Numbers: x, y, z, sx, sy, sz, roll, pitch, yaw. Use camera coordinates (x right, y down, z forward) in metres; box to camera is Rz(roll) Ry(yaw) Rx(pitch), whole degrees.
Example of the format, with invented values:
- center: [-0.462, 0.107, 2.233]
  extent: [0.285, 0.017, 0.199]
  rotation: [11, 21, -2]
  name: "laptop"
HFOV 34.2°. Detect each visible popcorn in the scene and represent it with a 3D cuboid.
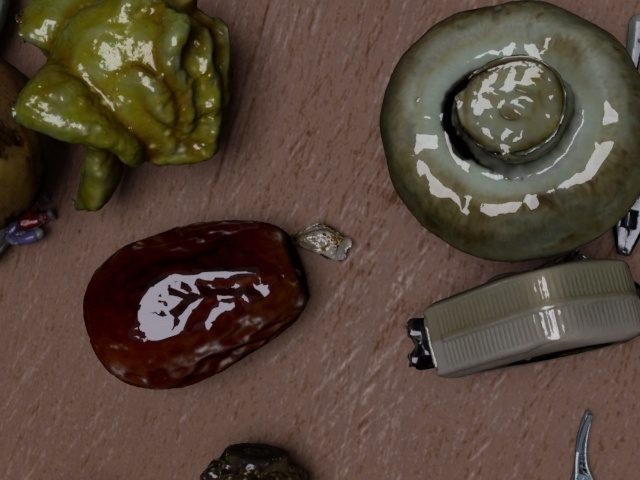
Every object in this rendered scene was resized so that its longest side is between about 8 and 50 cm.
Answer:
- center: [-0.266, -0.207, 1.437]
  extent: [0.290, 0.325, 0.321]
  rotation: [-5, 98, 31]
  name: "popcorn"

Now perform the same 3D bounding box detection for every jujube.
- center: [-0.179, 0.088, 1.486]
  extent: [0.318, 0.223, 0.223]
  rotation: [-20, 86, 7]
  name: "jujube"

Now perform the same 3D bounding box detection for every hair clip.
- center: [0.367, 0.293, 1.430]
  extent: [0.039, 0.030, 0.115]
  rotation: [5, 94, -5]
  name: "hair clip"

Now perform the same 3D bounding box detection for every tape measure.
- center: [0.279, 0.097, 1.365]
  extent: [0.271, 0.231, 0.133]
  rotation: [-30, 69, 50]
  name: "tape measure"

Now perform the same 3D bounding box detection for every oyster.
- center: [0.000, -0.003, 1.518]
  extent: [0.093, 0.034, 0.051]
  rotation: [24, 113, 2]
  name: "oyster"

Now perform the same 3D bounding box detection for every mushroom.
- center: [0.246, -0.140, 1.326]
  extent: [0.352, 0.260, 0.352]
  rotation: [-2, 83, 17]
  name: "mushroom"

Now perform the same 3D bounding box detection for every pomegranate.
- center: [-0.541, -0.140, 1.507]
  extent: [0.322, 0.322, 0.322]
  rotation: [0, 91, 15]
  name: "pomegranate"

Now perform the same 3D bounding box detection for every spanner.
- center: [0.435, -0.140, 1.398]
  extent: [0.095, 0.040, 0.325]
  rotation: [10, 92, 15]
  name: "spanner"

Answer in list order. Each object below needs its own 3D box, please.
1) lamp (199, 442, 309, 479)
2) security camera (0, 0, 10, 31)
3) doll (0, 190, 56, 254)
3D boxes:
- center: [-0.098, 0.431, 1.484]
  extent: [0.177, 0.177, 0.274]
  rotation: [3, 92, 15]
  name: "lamp"
- center: [-0.612, -0.372, 1.596]
  extent: [0.277, 0.197, 0.191]
  rotation: [-2, 81, 8]
  name: "security camera"
- center: [-0.524, -0.009, 1.634]
  extent: [0.227, 0.075, 0.102]
  rotation: [-22, 68, 3]
  name: "doll"
